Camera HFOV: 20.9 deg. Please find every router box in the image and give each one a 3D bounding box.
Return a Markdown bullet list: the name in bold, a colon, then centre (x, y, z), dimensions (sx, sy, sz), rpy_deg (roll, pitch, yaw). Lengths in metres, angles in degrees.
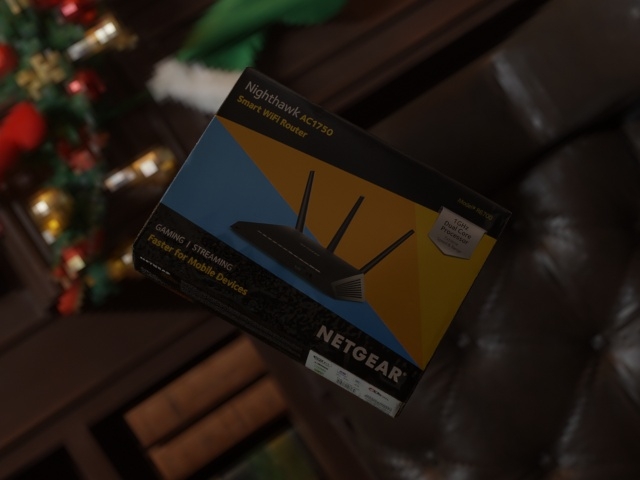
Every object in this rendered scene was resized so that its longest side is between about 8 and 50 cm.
- **router box**: centre (0.000, 0.000, 1.002), dimensions (0.179, 0.133, 0.046), rpy_deg (29, 162, 4)
